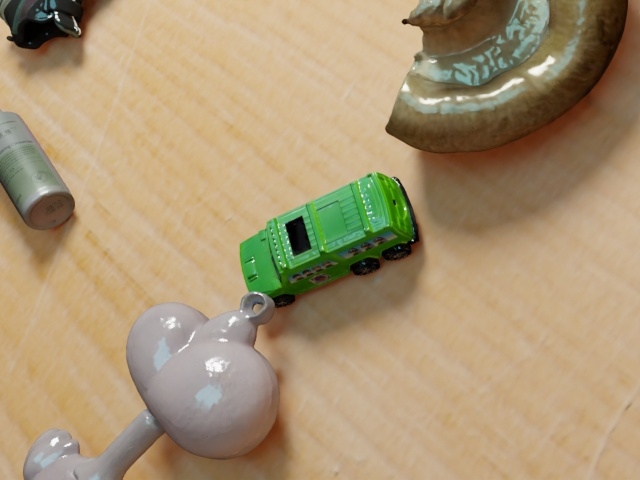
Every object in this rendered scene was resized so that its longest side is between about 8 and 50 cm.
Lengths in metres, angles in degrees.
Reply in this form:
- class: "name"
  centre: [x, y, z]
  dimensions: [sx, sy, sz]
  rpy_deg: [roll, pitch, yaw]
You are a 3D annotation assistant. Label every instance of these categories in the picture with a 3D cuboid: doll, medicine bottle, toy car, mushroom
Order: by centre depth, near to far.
- class: "mushroom"
  centre: [0.167, -0.191, 0.765]
  dimensions: [0.151, 0.156, 0.285]
  rpy_deg: [25, 99, 19]
- class: "toy car"
  centre: [0.000, 0.000, 0.830]
  dimensions: [0.165, 0.062, 0.071]
  rpy_deg: [-24, 65, 19]
- class: "doll"
  centre: [-0.166, 0.183, 0.839]
  dimensions: [0.365, 0.094, 0.160]
  rpy_deg: [-46, 57, 7]
- class: "medicine bottle"
  centre: [-0.329, -0.096, 1.030]
  dimensions: [0.057, 0.057, 0.199]
  rpy_deg: [-43, 60, 9]

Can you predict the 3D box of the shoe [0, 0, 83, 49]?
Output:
- class: "shoe"
  centre: [-0.284, -0.261, 1.056]
  dimensions: [0.169, 0.071, 0.099]
  rpy_deg: [-29, 66, 21]
